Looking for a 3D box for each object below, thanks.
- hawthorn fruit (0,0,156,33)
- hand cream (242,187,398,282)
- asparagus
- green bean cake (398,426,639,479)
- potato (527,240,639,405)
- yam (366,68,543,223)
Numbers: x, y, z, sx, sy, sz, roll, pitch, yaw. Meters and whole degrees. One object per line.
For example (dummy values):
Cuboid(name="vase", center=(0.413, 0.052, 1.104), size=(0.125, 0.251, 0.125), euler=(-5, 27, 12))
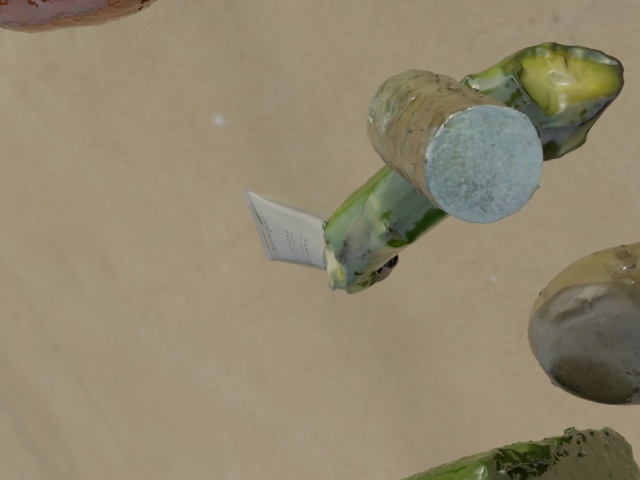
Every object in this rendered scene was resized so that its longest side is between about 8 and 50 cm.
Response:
Cuboid(name="hawthorn fruit", center=(-0.146, -0.251, 0.755), size=(0.207, 0.243, 0.207), euler=(10, 125, 15))
Cuboid(name="hand cream", center=(0.000, 0.000, 1.158), size=(0.186, 0.054, 0.087), euler=(13, 133, 43))
Cuboid(name="asparagus", center=(0.087, -0.046, 0.948), size=(0.343, 0.085, 0.082), euler=(-36, 66, 41))
Cuboid(name="green bean cake", center=(0.183, 0.341, 1.071), size=(0.218, 0.335, 0.319), euler=(-25, 69, 31))
Cuboid(name="potato", center=(0.310, 0.070, 1.081), size=(0.165, 0.262, 0.165), euler=(38, 134, 53))
Cuboid(name="yam", center=(0.055, -0.043, 0.523), size=(0.132, 0.054, 0.054), euler=(-121, 10, -75))
